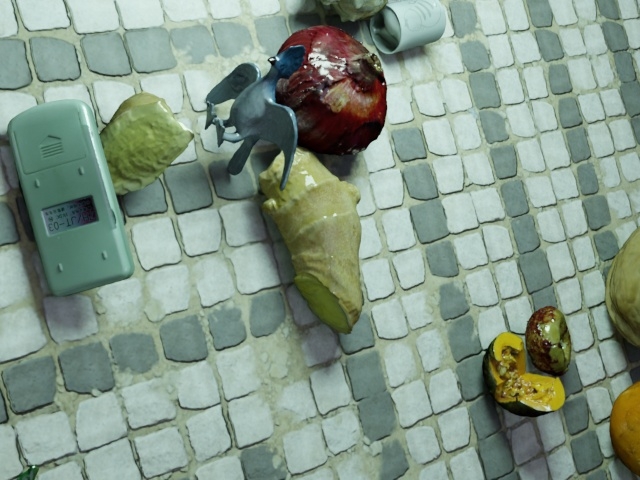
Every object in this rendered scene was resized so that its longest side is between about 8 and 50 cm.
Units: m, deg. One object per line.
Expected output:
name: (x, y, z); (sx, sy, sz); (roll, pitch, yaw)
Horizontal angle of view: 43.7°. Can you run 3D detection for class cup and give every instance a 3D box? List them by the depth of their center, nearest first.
cup: (0.176, -0.461, 1.632); (0.133, 0.099, 0.136); (-21, 111, -31)

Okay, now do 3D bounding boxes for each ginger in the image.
ginger: (-0.318, -0.161, 1.314); (0.193, 0.123, 0.115); (-40, 125, 4)
ginger: (0.000, 0.000, 1.438); (0.189, 0.126, 0.354); (-12, 90, -28)

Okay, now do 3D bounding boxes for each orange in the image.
orange: (0.753, 0.417, 1.745); (0.240, 0.240, 0.240); (6, 78, -29)

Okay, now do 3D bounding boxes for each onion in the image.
onion: (0.024, -0.278, 1.449); (0.252, 0.219, 0.252); (12, 71, -36)

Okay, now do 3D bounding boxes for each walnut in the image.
walnut: (0.779, 0.106, 1.792); (0.251, 0.277, 0.313); (24, 73, 15)

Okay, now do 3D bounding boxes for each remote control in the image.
remote control: (-0.390, -0.068, 1.238); (0.140, 0.056, 0.297); (-16, 88, 2)

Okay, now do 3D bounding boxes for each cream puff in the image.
cream puff: (0.477, 0.214, 1.684); (0.149, 0.084, 0.149); (31, 53, -54)

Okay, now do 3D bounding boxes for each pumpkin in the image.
pumpkin: (0.396, 0.285, 1.624); (0.119, 0.108, 0.183); (-27, 74, -40)

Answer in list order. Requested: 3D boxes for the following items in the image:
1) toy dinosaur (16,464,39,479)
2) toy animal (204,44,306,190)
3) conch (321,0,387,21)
toy dinosaur: (-0.298, 0.557, 1.183); (0.300, 0.087, 0.447); (6, 71, -30)
toy animal: (-0.104, -0.212, 1.350); (0.176, 0.255, 0.239); (-21, 62, -23)
conch: (0.068, -0.528, 1.561); (0.291, 0.159, 0.210); (-28, 67, -39)
